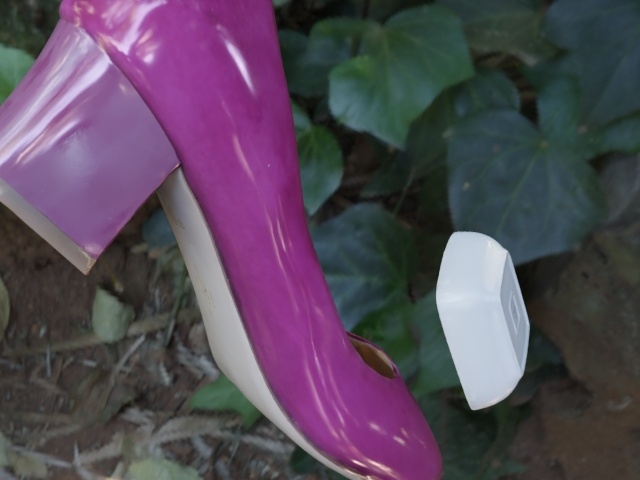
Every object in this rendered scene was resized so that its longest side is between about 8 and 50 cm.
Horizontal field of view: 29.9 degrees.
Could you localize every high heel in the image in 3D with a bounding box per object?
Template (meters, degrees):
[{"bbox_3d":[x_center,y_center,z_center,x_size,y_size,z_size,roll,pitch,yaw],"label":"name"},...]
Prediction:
[{"bbox_3d":[0.000,0.000,0.641,0.181,0.377,0.127,-50,42,-6],"label":"high heel"}]

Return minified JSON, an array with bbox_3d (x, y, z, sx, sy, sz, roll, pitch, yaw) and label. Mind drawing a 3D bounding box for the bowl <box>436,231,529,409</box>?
[{"bbox_3d":[0.157,0.070,1.122,0.053,0.142,0.142,-10,25,19],"label":"bowl"}]
